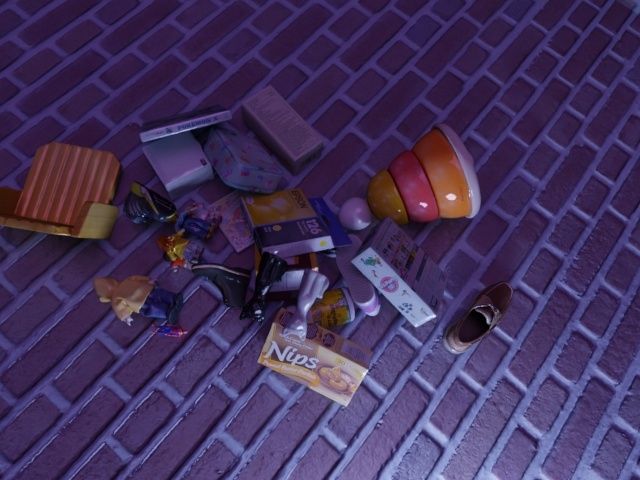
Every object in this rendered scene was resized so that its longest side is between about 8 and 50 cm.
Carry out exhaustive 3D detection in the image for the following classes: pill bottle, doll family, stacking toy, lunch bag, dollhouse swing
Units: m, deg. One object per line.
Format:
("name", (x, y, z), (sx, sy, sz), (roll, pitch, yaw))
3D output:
("pill bottle", (-0.003, 0.233, 1.562), (0.208, 0.118, 0.118), (-13, 71, -11))
("doll family", (-0.452, -0.026, 1.602), (0.163, 0.118, 0.263), (19, 74, 5))
("stacking toy", (0.281, -0.171, 1.680), (0.479, 0.351, 0.351), (-21, 72, 3))
("lunch bag", (-0.262, -0.271, 1.656), (0.223, 0.108, 0.279), (8, 36, -45))
("dollhouse swing", (-0.861, -0.182, 1.550), (0.346, 0.315, 0.305), (11, 89, -1))

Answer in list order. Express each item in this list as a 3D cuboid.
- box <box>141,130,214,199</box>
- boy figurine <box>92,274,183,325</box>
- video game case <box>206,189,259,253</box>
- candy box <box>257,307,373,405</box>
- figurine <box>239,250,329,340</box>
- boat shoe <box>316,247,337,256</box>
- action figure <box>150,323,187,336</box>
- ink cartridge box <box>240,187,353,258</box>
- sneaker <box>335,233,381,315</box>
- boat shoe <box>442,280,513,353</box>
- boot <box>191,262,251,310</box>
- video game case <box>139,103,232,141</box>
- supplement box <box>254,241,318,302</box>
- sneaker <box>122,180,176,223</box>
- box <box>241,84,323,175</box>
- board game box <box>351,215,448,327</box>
("box", (-0.502, -0.274, 1.700), (0.181, 0.119, 0.181), (-30, 75, -16))
("boy figurine", (-0.593, 0.188, 1.526), (0.284, 0.092, 0.177), (13, 50, 1))
("video game case", (-0.256, -0.093, 1.707), (0.226, 0.026, 0.206), (-33, 76, -16))
("candy box", (-0.019, 0.359, 1.474), (0.316, 0.183, 0.088), (26, 31, 5))
("figurine", (-0.104, 0.167, 1.388), (0.214, 0.092, 0.210), (22, 83, -2))
("boat shoe", (0.000, 0.000, 1.672), (0.228, 0.076, 0.080), (13, 69, -1))
("action figure", (-0.487, 0.290, 1.540), (0.115, 0.030, 0.038), (6, 64, -6))
("ink cartridge box", (-0.085, -0.069, 1.600), (0.306, 0.072, 0.304), (-12, 40, -17))
("sneaker", (0.131, 0.125, 1.618), (0.102, 0.161, 0.282), (-20, 55, 13))
("boat shoe", (0.551, 0.256, 1.611), (0.123, 0.116, 0.324), (43, 71, 10))
("boot", (-0.328, 0.151, 1.564), (0.197, 0.077, 0.137), (10, 73, -20))
("video game case", (-0.477, -0.419, 1.678), (0.299, 0.329, 0.036), (-18, 114, -12))
("supplement box", (-0.113, 0.086, 1.556), (0.193, 0.129, 0.191), (-3, 34, -7))
("sneaker", (-0.573, -0.103, 1.586), (0.111, 0.299, 0.121), (31, 88, -38))
("box", (-0.145, -0.411, 1.786), (0.148, 0.121, 0.311), (-37, 77, -17))
("board game box", (0.266, 0.096, 1.565), (0.303, 0.097, 0.224), (46, 36, -6))
